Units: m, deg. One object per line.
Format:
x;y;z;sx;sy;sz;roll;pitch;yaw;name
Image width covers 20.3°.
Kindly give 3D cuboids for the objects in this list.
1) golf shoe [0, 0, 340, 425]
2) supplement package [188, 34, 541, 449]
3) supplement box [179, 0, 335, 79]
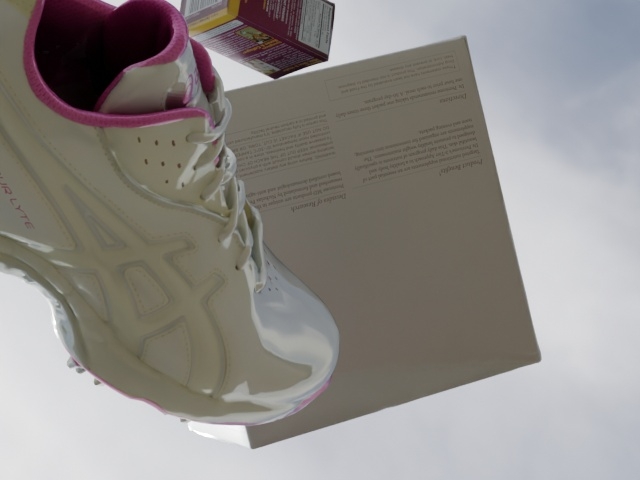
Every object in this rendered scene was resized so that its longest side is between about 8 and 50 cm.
-0.075;-0.018;0.756;0.140;0.115;0.306;-36;-46;21;golf shoe
0.000;0.000;1.097;0.194;0.149;0.203;-15;-87;-19;supplement package
-0.040;-0.139;1.117;0.083;0.055;0.043;22;-114;-37;supplement box
